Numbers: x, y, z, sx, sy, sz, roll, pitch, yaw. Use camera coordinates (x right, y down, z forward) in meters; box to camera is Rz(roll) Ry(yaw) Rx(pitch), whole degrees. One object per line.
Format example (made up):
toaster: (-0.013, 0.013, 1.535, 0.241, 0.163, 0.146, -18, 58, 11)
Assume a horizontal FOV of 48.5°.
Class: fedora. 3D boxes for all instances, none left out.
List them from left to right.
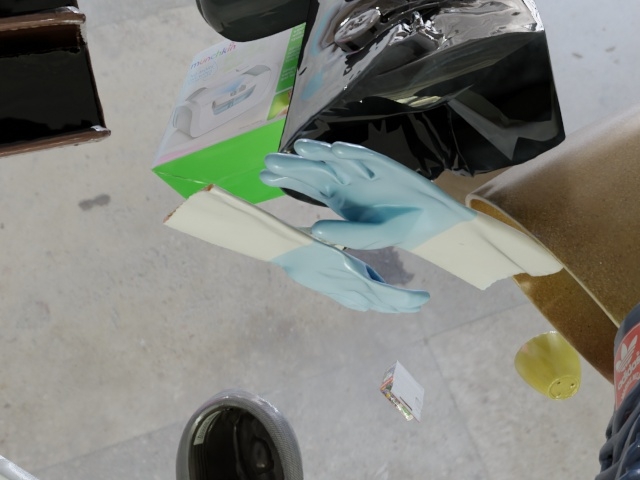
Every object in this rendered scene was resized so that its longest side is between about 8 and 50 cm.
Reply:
fedora: (-0.113, 0.382, 1.176, 0.244, 0.124, 0.275, -23, 75, 24)

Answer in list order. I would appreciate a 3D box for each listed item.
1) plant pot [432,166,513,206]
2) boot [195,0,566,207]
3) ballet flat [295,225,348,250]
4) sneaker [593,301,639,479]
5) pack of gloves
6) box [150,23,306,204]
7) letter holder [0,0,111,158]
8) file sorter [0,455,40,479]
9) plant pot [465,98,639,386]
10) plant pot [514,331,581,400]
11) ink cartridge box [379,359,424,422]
plant pot: (0.337, -0.095, 1.402, 0.229, 0.263, 0.263, 20, 63, 7)
boot: (0.007, -0.195, 0.664, 0.367, 0.146, 0.445, -27, 45, 28)
ballet flat: (0.000, 0.000, 1.212, 0.114, 0.041, 0.041, 6, 58, -25)
sneaker: (0.168, 0.101, 0.326, 0.350, 0.131, 0.148, -12, 50, -33)
pack of gloves: (0.025, 0.016, 0.516, 0.232, 0.195, 0.046, 25, 58, -29)
box: (-0.065, -0.178, 0.955, 0.262, 0.127, 0.231, -13, 50, 33)
letter holder: (-0.285, -0.101, 0.396, 0.302, 0.214, 0.152, -13, 103, -16)
file sorter: (-0.425, 0.350, 0.740, 0.193, 0.277, 0.173, 31, 34, 2)
plant pot: (0.291, -0.027, 0.576, 0.254, 0.237, 0.237, -40, 68, 1)
plant pot: (0.477, 0.268, 1.449, 0.134, 0.134, 0.095, -8, 33, -6)
ink cartridge box: (0.117, 0.223, 1.024, 0.029, 0.115, 0.063, -42, 91, 17)
